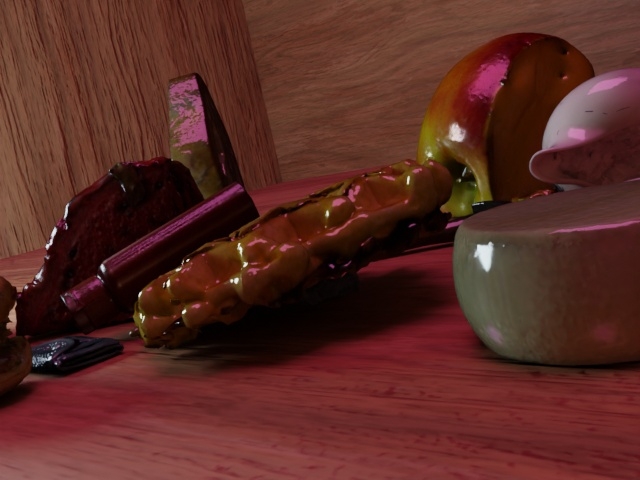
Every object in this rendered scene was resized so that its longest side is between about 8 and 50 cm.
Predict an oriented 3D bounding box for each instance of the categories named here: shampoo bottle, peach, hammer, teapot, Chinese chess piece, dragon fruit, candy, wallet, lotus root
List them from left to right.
[{"bbox_3d":[-0.299,0.129,0.969,0.088,0.026,0.129,-19,9,-43],"label":"wallet"},{"bbox_3d":[-0.286,0.040,1.174,0.330,0.302,0.240,-30,43,-11],"label":"dragon fruit"},{"bbox_3d":[-0.199,0.024,1.054,0.260,0.064,0.102,-32,-23,-15],"label":"shampoo bottle"},{"bbox_3d":[-0.224,-0.146,1.671,0.111,0.375,0.390,-17,19,3],"label":"lotus root"},{"bbox_3d":[0.071,0.007,1.209,0.440,0.044,0.168,-11,8,9],"label":"hammer"},{"bbox_3d":[0.331,-0.216,1.522,0.380,0.306,0.242,-24,19,-34],"label":"peach"},{"bbox_3d":[0.319,-0.051,1.232,0.053,0.046,0.182,-16,3,-4],"label":"candy"},{"bbox_3d":[0.230,0.015,0.657,0.250,0.101,0.250,-12,7,2],"label":"Chinese chess piece"},{"bbox_3d":[0.426,-0.126,1.115,0.300,0.208,0.166,7,30,4],"label":"teapot"}]

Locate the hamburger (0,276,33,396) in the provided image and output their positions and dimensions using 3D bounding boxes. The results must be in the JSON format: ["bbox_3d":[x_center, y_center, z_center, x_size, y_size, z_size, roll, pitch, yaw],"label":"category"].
[{"bbox_3d":[-0.379,0.117,0.844,0.159,0.131,0.185,-1,17,15],"label":"hamburger"}]

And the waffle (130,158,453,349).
[{"bbox_3d":[-0.040,0.018,0.939,0.380,0.095,0.382,-26,0,-13],"label":"waffle"}]

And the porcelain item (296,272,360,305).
[{"bbox_3d":[0.006,0.058,0.990,0.083,0.028,0.036,-17,11,-22],"label":"porcelain item"}]

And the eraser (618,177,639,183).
[{"bbox_3d":[0.387,-0.021,0.768,0.078,0.076,0.298,-15,7,-14],"label":"eraser"}]
